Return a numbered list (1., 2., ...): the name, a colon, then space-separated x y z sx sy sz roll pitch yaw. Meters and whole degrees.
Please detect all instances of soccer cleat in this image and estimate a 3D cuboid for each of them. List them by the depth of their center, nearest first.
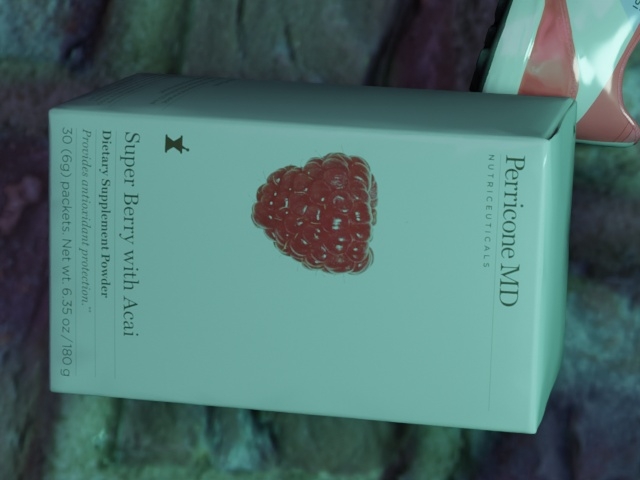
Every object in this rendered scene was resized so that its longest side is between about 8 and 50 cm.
1. soccer cleat: 0.202 -0.213 1.292 0.116 0.108 0.318 22 83 3

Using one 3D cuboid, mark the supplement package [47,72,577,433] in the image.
1. supplement package: 0.000 0.000 1.202 0.293 0.175 0.177 4 102 12
